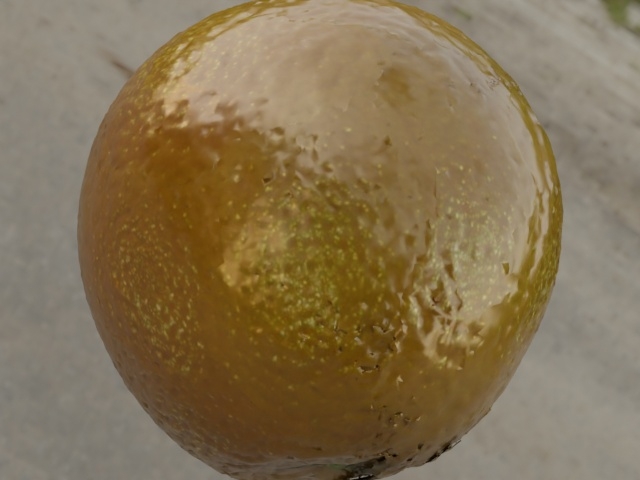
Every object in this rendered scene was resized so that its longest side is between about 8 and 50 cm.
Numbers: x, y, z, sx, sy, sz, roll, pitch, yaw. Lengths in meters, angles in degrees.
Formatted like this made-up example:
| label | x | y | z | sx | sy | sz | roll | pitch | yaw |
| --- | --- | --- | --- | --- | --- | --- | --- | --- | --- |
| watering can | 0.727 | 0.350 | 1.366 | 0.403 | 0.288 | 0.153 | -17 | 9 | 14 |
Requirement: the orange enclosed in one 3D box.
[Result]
| label | x | y | z | sx | sy | sz | roll | pitch | yaw |
| --- | --- | --- | --- | --- | --- | --- | --- | --- | --- |
| orange | 0.000 | 0.000 | 0.998 | 0.274 | 0.274 | 0.274 | 24 | 27 | -13 |
